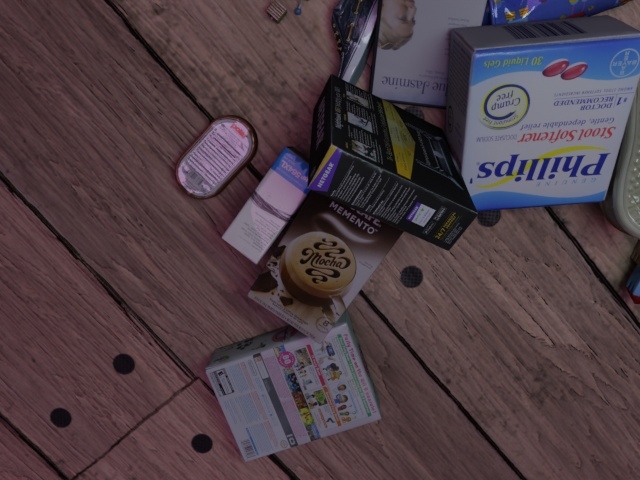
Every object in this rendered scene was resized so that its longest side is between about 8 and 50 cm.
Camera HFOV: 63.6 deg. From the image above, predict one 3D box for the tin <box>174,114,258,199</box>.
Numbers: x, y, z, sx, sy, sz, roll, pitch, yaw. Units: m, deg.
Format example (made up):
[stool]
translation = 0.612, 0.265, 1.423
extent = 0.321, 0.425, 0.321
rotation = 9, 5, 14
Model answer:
[tin]
translation = -0.205, -0.162, 1.015
extent = 0.106, 0.040, 0.190
rotation = 43, 99, -11

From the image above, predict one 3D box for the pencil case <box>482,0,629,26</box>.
[pencil case]
translation = 0.419, -0.444, 0.902
extent = 0.306, 0.119, 0.133
rotation = -18, 94, 5

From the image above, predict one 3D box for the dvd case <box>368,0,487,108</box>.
[dvd case]
translation = 0.184, -0.357, 0.908
extent = 0.180, 0.022, 0.253
rotation = 8, 130, 6

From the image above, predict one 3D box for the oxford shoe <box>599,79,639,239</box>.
[oxford shoe]
translation = 0.613, -0.205, 0.935
extent = 0.169, 0.130, 0.450
rotation = 19, 81, 10

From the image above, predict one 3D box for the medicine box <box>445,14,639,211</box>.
[medicine box]
translation = 0.361, -0.213, 0.889
extent = 0.263, 0.149, 0.289
rotation = -4, 125, 2

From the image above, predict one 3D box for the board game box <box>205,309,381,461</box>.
[board game box]
translation = -0.052, 0.298, 1.076
extent = 0.303, 0.097, 0.224
rotation = -19, 102, 6

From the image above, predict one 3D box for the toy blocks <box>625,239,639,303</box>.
[toy blocks]
translation = 0.757, 0.084, 0.989
extent = 0.381, 0.191, 0.261
rotation = 21, 110, 8

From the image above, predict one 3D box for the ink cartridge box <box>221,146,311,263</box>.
[ink cartridge box]
translation = -0.086, -0.071, 0.973
extent = 0.086, 0.148, 0.203
rotation = 37, 99, -5

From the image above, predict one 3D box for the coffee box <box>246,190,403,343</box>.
[coffee box]
translation = 0.018, 0.015, 0.934
extent = 0.168, 0.119, 0.297
rotation = 33, 114, 0

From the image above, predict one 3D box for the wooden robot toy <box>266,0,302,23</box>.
[wooden robot toy]
translation = -0.029, -0.468, 0.926
extent = 0.173, 0.079, 0.076
rotation = -32, 99, 7

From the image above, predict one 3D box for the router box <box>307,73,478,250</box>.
[router box]
translation = 0.107, -0.142, 0.854
extent = 0.242, 0.309, 0.081
rotation = 23, 123, -14

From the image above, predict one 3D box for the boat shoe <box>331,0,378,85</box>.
[boat shoe]
translation = 0.051, -0.367, 0.959
extent = 0.083, 0.065, 0.183
rotation = 25, 102, 9
